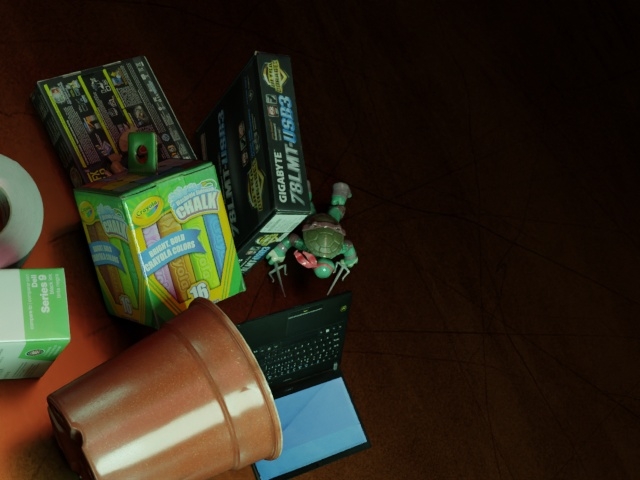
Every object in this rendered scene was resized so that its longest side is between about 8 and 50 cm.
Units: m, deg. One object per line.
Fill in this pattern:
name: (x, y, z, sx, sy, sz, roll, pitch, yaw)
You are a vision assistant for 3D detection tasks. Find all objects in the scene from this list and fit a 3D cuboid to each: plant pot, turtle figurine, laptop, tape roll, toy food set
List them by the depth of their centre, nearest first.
plant pot: (-0.239, 0.259, 1.572, 0.265, 0.272, 0.272, -25, 81, -24)
tape roll: (-0.560, -0.039, 1.723, 0.219, 0.072, 0.219, 11, 64, -24)
laptop: (-0.024, 0.250, 1.830, 0.234, 0.264, 0.136, -15, 39, -32)
toy food set: (-0.324, -0.137, 1.847, 0.078, 0.019, 0.122, 34, 50, -11)
turtle figurine: (0.000, 0.000, 1.973, 0.175, 0.118, 0.234, 15, 57, -21)

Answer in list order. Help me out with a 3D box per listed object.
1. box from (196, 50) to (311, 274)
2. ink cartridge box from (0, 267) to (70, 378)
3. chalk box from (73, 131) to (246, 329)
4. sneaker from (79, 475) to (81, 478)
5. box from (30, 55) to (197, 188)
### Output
box: (-0.122, -0.125, 1.852, 0.073, 0.293, 0.296, 3, 68, -28)
ink cartridge box: (-0.536, 0.128, 1.577, 0.289, 0.211, 0.122, 0, 69, -27)
chalk box: (-0.269, -0.031, 1.739, 0.179, 0.180, 0.289, -24, 108, -33)
sneaker: (-0.277, 0.382, 1.678, 0.190, 0.083, 0.071, 21, 59, -19)
box: (-0.355, -0.178, 1.897, 0.216, 0.060, 0.270, -23, 80, -32)
